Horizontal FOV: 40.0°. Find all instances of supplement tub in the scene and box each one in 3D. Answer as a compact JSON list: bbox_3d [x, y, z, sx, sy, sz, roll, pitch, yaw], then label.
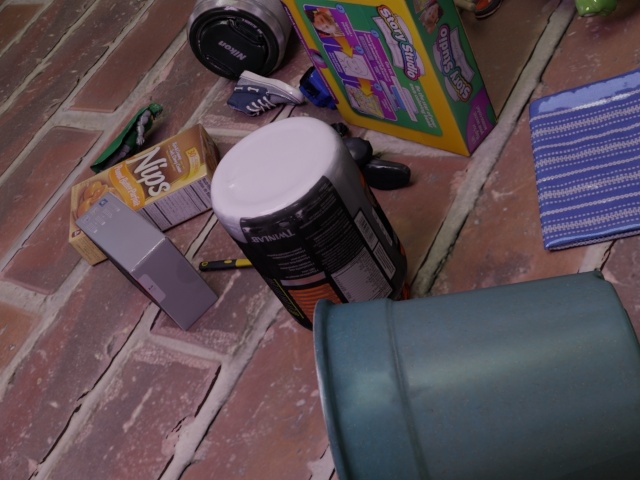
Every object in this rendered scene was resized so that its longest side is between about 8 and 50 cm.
[{"bbox_3d":[0.000,0.000,1.302,0.207,0.338,0.207,-17,44,17],"label":"supplement tub"}]

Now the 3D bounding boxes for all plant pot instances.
[{"bbox_3d":[0.199,0.197,1.033,0.334,0.341,0.341,-14,45,8],"label":"plant pot"}]

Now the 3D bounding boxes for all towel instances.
[{"bbox_3d":[0.455,-0.141,1.380,0.243,0.040,0.336,-14,46,22],"label":"towel"}]

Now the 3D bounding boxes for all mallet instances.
[{"bbox_3d":[-0.140,0.033,1.587,0.190,0.039,0.062,2,54,37],"label":"mallet"}]

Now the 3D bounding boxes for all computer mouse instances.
[{"bbox_3d":[0.042,-0.188,1.625,0.071,0.041,0.242,-27,24,-1],"label":"computer mouse"}]

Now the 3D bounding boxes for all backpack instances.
[{"bbox_3d":[0.013,-0.315,1.770,0.098,0.101,0.120,-43,10,-16],"label":"backpack"}]

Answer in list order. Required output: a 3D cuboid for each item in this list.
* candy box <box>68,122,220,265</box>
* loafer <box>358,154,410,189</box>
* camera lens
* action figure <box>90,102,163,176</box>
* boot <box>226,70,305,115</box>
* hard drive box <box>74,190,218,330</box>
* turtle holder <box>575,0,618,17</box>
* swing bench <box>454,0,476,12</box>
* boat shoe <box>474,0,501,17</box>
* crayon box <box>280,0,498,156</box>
[{"bbox_3d":[-0.356,-0.095,1.796,0.317,0.087,0.182,-26,42,9],"label":"candy box"},{"bbox_3d":[0.091,-0.132,1.580,0.170,0.062,0.061,8,51,35],"label":"loafer"},{"bbox_3d":[-0.168,-0.512,1.971,0.220,0.219,0.274,-9,47,24],"label":"camera lens"},{"bbox_3d":[-0.421,-0.219,1.946,0.232,0.064,0.137,-60,5,-24],"label":"action figure"},{"bbox_3d":[-0.117,-0.297,1.867,0.190,0.069,0.086,25,84,43],"label":"boot"},{"bbox_3d":[-0.313,0.034,1.581,0.089,0.181,0.232,-46,43,-13],"label":"hard drive box"},{"bbox_3d":[0.496,-0.557,1.633,0.227,0.243,0.320,-30,81,26],"label":"turtle holder"},{"bbox_3d":[0.219,-0.603,1.758,0.165,0.253,0.255,-46,30,-13],"label":"swing bench"},{"bbox_3d":[0.352,-0.507,1.782,0.049,0.043,0.137,26,69,42],"label":"boat shoe"},{"bbox_3d":[0.111,-0.335,1.528,0.313,0.363,0.106,22,64,42],"label":"crayon box"}]
